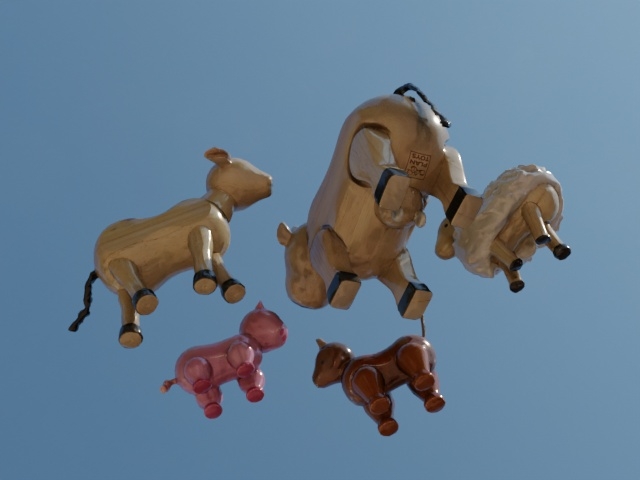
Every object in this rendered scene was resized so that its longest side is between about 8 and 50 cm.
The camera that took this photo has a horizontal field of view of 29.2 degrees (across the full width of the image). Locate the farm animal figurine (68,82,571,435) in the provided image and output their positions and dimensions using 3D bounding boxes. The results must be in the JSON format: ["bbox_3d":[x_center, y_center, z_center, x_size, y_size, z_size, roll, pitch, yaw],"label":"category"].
[{"bbox_3d":[0.000,0.000,1.045,0.330,0.172,0.327,28,-68,-34],"label":"farm animal figurine"}]
